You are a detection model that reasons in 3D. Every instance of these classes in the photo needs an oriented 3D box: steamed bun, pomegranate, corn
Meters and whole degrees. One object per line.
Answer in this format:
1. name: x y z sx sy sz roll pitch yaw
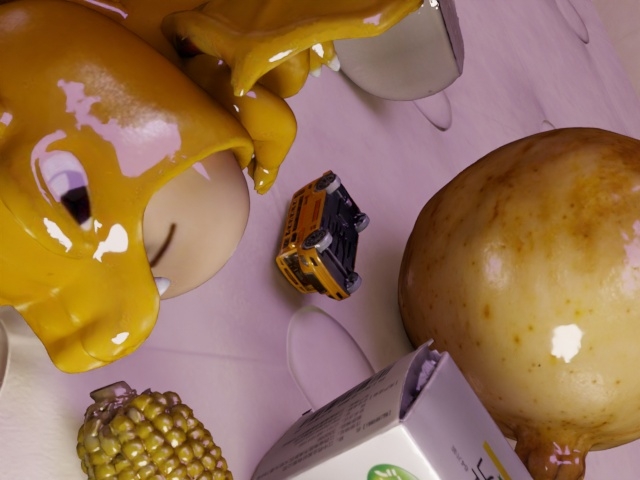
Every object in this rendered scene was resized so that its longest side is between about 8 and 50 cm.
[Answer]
1. steamed bun: 0.085 -0.309 1.601 0.146 0.164 0.242 -72 144 -57
2. pomegranate: 0.270 0.081 1.338 0.410 0.410 0.410 39 33 -32
3. corn: -0.077 0.243 0.873 0.320 0.097 0.097 62 28 2

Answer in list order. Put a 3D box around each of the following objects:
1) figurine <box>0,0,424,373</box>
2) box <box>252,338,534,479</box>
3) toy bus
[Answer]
1. figurine: -0.171 -0.127 0.931 0.401 0.268 0.387 27 45 10
2. box: 0.106 0.274 1.048 0.333 0.173 0.145 56 27 -6
3. toy bus: 0.000 0.000 1.259 0.069 0.074 0.162 54 25 -25
